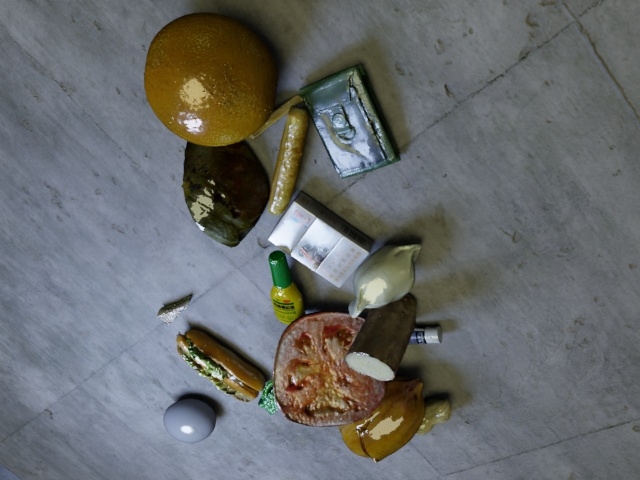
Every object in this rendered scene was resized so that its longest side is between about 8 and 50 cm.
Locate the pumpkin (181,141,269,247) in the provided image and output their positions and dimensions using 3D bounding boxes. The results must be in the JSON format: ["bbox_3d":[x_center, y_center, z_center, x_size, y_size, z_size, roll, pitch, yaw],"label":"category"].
[{"bbox_3d":[-0.231,-0.127,1.180,0.148,0.169,0.312,-17,114,27],"label":"pumpkin"}]

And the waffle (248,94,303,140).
[{"bbox_3d":[-0.109,-0.289,1.142,0.152,0.097,0.023,-39,104,-2],"label":"waffle"}]

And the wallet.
[{"bbox_3d":[0.065,-0.257,1.089,0.160,0.055,0.236,-13,116,30],"label":"wallet"}]

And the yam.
[{"bbox_3d":[0.165,0.244,1.254,0.129,0.238,0.128,44,136,-11],"label":"yam"}]

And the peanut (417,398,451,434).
[{"bbox_3d":[0.327,0.529,1.458,0.082,0.082,0.187,37,124,-7],"label":"peanut"}]

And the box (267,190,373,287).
[{"bbox_3d":[-0.001,-0.001,1.250,0.233,0.067,0.149,34,123,-4],"label":"box"}]

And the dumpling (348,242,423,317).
[{"bbox_3d":[0.159,0.094,1.204,0.250,0.162,0.132,-44,81,-2],"label":"dumpling"}]

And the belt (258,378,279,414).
[{"bbox_3d":[-0.141,0.475,1.544,0.079,0.121,0.151,41,110,-4],"label":"belt"}]

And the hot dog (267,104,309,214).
[{"bbox_3d":[-0.077,-0.183,1.152,0.061,0.088,0.286,15,131,-2],"label":"hot dog"}]

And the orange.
[{"bbox_3d":[-0.223,-0.328,1.005,0.274,0.274,0.274,7,122,12],"label":"orange"}]

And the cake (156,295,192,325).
[{"bbox_3d":[-0.448,0.220,1.524,0.140,0.051,0.055,-23,117,26],"label":"cake"}]

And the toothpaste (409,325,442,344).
[{"bbox_3d":[0.238,0.264,1.354,0.193,0.045,0.071,-9,109,28],"label":"toothpaste"}]

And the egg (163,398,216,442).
[{"bbox_3d":[-0.466,0.638,1.719,0.198,0.146,0.147,8,122,20],"label":"egg"}]

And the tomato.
[{"bbox_3d":[0.021,0.350,1.371,0.338,0.143,0.339,1,86,-10],"label":"tomato"}]

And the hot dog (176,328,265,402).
[{"bbox_3d":[-0.336,0.411,1.573,0.337,0.100,0.135,39,124,-9],"label":"hot dog"}]

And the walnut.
[{"bbox_3d":[0.189,0.510,1.423,0.209,0.209,0.336,34,118,-5],"label":"walnut"}]

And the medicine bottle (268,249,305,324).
[{"bbox_3d":[-0.099,0.133,1.332,0.094,0.064,0.261,10,134,19],"label":"medicine bottle"}]
